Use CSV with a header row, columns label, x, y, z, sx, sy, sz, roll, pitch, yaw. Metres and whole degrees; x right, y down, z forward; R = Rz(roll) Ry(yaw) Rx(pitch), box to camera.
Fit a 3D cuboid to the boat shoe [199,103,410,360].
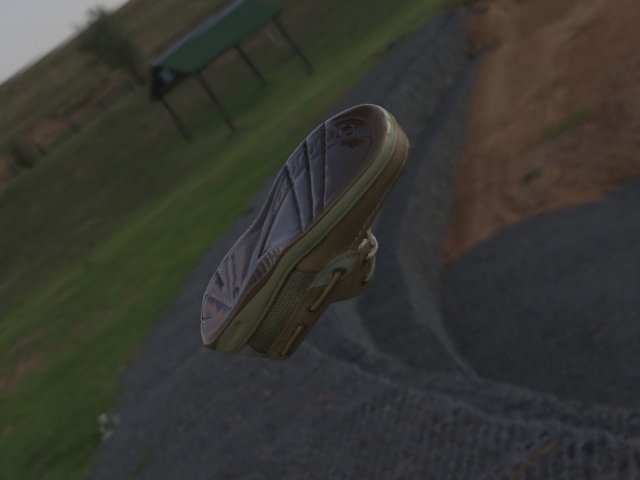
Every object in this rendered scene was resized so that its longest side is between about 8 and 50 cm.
label,x,y,z,sx,sy,sz,roll,pitch,yaw
boat shoe,0.000,0.000,1.307,0.341,0.110,0.122,-49,31,41
